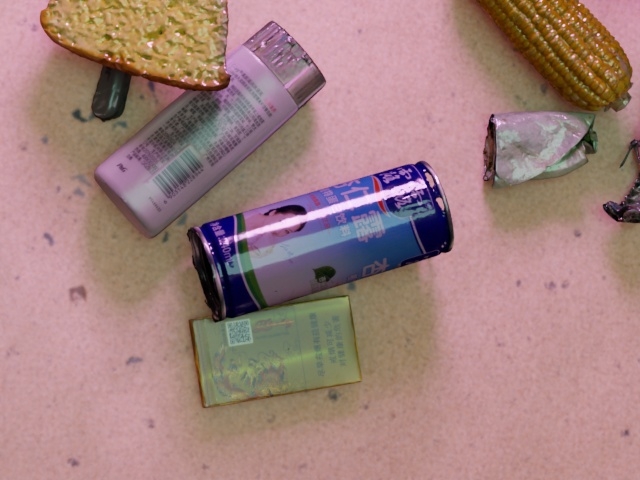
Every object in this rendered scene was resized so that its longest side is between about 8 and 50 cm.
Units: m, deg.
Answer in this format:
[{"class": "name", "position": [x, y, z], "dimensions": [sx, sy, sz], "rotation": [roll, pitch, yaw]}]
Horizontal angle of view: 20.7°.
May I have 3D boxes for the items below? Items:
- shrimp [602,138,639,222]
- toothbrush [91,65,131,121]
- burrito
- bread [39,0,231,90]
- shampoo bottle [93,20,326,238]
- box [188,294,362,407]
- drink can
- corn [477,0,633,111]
[{"class": "shrimp", "position": [0.337, -0.092, 1.750], "dimensions": [0.082, 0.076, 0.174], "rotation": [26, 84, 32]}, {"class": "toothbrush", "position": [-0.170, -0.256, 1.664], "dimensions": [0.030, 0.030, 0.297], "rotation": [12, 84, 15]}, {"class": "burrito", "position": [0.217, -0.091, 1.724], "dimensions": [0.118, 0.044, 0.074], "rotation": [-4, 89, -10]}, {"class": "bread", "position": [-0.159, -0.200, 1.611], "dimensions": [0.187, 0.065, 0.103], "rotation": [14, 87, 9]}, {"class": "shampoo bottle", "position": [-0.103, -0.105, 1.651], "dimensions": [0.227, 0.056, 0.086], "rotation": [-43, 93, -12]}, {"class": "box", "position": [-0.042, 0.105, 1.666], "dimensions": [0.156, 0.022, 0.089], "rotation": [-10, 87, -12]}, {"class": "drink can", "position": [0.000, 0.000, 1.646], "dimensions": [0.235, 0.097, 0.097], "rotation": [-16, 89, -13]}, {"class": "corn", "position": [0.217, -0.218, 1.717], "dimensions": [0.080, 0.080, 0.238], "rotation": [-43, 92, -11]}]
